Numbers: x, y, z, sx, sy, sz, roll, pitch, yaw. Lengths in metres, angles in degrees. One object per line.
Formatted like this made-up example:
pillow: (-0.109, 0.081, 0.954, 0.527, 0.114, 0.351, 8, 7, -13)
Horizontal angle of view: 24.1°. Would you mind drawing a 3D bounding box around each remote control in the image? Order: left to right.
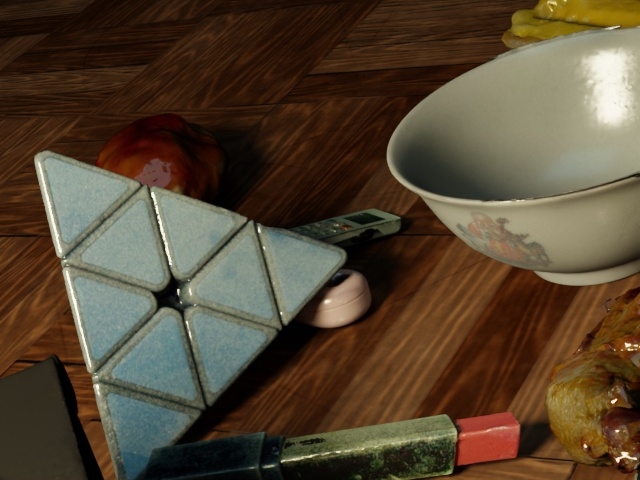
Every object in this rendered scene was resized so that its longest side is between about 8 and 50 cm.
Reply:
remote control: (0.000, 0.000, 1.560, 0.166, 0.029, 0.065, -15, 17, -26)

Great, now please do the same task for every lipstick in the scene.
lipstick: (0.012, 0.180, 1.221, 0.312, 0.051, 0.051, -10, 27, 12)

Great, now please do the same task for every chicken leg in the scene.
chicken leg: (0.255, 0.095, 1.140, 0.322, 0.083, 0.177, -41, 1, -42)

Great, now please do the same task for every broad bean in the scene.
broad bean: (-0.185, -0.080, 1.757, 0.156, 0.122, 0.228, -15, 30, 12)

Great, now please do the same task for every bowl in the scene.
bowl: (0.246, -0.059, 1.399, 0.345, 0.157, 0.345, -15, 26, 7)

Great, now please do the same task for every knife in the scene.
knife: (-0.081, 0.045, 1.546, 0.336, 0.043, 0.081, 5, 29, 42)

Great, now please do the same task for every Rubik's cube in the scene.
Rubik's cube: (-0.154, 0.062, 1.410, 0.228, 0.229, 0.233, 32, 19, 23)

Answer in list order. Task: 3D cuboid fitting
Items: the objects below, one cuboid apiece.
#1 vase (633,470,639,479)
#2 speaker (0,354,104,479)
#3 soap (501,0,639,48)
vase: (0.300, 0.182, 1.019, 0.167, 0.059, 0.059, -4, 30, 26)
speaker: (-0.219, 0.242, 1.046, 0.184, 0.232, 0.254, -21, 27, -8)
soap: (0.388, -0.236, 1.659, 0.259, 0.143, 0.281, -38, 32, -26)
